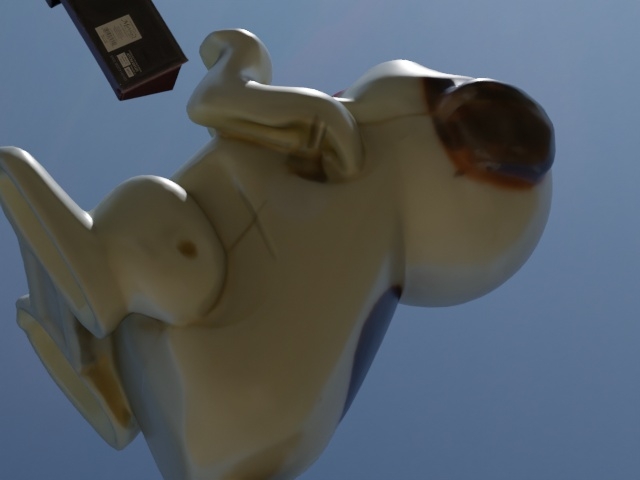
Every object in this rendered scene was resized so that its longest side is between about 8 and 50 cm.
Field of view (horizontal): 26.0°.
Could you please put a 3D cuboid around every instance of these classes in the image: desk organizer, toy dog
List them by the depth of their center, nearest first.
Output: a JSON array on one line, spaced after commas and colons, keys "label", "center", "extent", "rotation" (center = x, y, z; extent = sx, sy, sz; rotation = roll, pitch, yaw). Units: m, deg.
[{"label": "desk organizer", "center": [-0.137, -0.146, 0.853], "extent": [0.047, 0.050, 0.130], "rotation": [-29, -97, -20]}, {"label": "toy dog", "center": [0.000, 0.000, 1.087], "extent": [0.408, 0.284, 0.395], "rotation": [-32, -125, -23]}]
